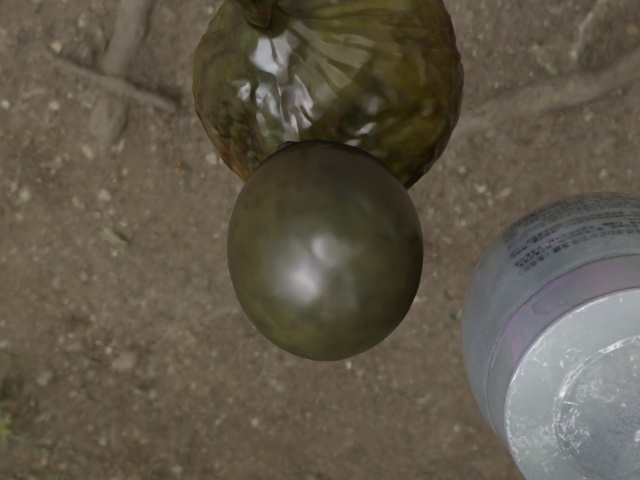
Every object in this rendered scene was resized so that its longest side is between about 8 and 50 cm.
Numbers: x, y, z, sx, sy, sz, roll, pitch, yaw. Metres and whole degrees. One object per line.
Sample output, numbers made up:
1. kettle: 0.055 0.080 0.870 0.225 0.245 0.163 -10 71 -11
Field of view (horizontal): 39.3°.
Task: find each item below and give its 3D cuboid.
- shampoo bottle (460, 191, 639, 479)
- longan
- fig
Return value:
1. shampoo bottle: 0.271 0.101 0.842 0.273 0.266 0.273 2 113 4
2. longan: 0.000 0.000 0.740 0.159 0.204 0.185 -8 146 -13
3. fig: -0.030 -0.178 0.853 0.286 0.286 0.369 -13 163 25
